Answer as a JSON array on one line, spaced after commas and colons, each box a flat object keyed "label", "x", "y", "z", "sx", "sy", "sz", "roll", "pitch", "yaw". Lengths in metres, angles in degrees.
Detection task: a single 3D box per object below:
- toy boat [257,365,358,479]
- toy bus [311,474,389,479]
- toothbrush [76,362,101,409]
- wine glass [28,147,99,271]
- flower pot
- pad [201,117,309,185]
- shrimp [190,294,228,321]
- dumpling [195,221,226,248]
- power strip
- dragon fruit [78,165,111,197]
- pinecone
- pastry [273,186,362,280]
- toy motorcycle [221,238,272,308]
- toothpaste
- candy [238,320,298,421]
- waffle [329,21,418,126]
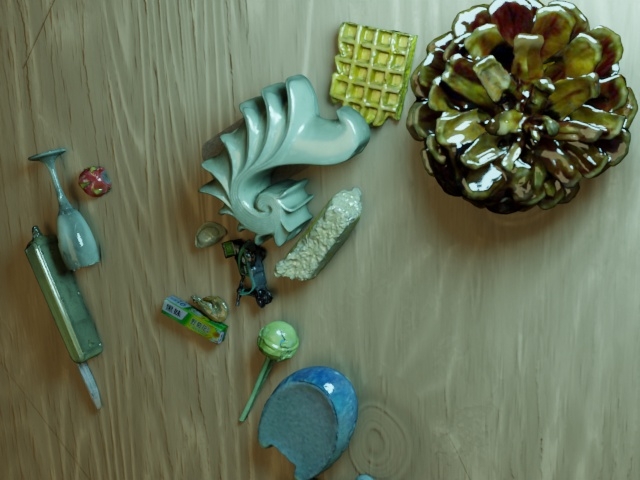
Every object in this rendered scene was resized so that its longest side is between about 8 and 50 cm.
[{"label": "toy boat", "x": -0.017, "y": 0.419, "z": 1.745, "sx": 0.215, "sy": 0.123, "sz": 0.330, "roll": 38, "pitch": 126, "yaw": 21}, {"label": "toy bus", "x": 0.018, "y": 0.680, "z": 1.748, "sx": 0.323, "sy": 0.162, "sz": 0.194, "roll": -11, "pitch": 100, "yaw": 25}, {"label": "toothbrush", "x": -0.685, "y": 0.298, "z": 2.055, "sx": 0.037, "sy": 0.028, "sz": 0.375, "roll": -22, "pitch": 92, "yaw": 33}, {"label": "wine glass", "x": -0.734, "y": -0.060, "z": 1.951, "sx": 0.264, "sy": 0.096, "sz": 0.309, "roll": -13, "pitch": 98, "yaw": 25}, {"label": "flower pot", "x": -0.084, "y": -0.176, "z": 1.575, "sx": 0.254, "sy": 0.164, "sz": 0.367, "roll": 41, "pitch": 121, "yaw": 6}, {"label": "pad", "x": -0.149, "y": -0.198, "z": 1.700, "sx": 0.266, "sy": 0.002, "sz": 0.176, "roll": -27, "pitch": 90, "yaw": 28}, {"label": "shrimp", "x": -0.272, "y": 0.158, "z": 1.834, "sx": 0.108, "sy": 0.023, "sz": 0.059, "roll": 37, "pitch": 105, "yaw": 13}, {"label": "dumpling", "x": -0.270, "y": -0.015, "z": 1.781, "sx": 0.077, "sy": 0.043, "sz": 0.059, "roll": -33, "pitch": 65, "yaw": 31}, {"label": "power strip", "x": -0.698, "y": 0.142, "z": 1.987, "sx": 0.066, "sy": 0.092, "sz": 0.387, "roll": -20, "pitch": 93, "yaw": 25}, {"label": "dragon fruit", "x": -0.575, "y": -0.152, "z": 1.878, "sx": 0.056, "sy": 0.060, "sz": 0.083, "roll": -21, "pitch": 91, "yaw": 31}, {"label": "pinecone", "x": 0.347, "y": -0.236, "z": 1.278, "sx": 0.398, "sy": 0.398, "sz": 0.397, "roll": 6, "pitch": 105, "yaw": 24}, {"label": "pastry", "x": -0.002, "y": 0.000, "z": 1.614, "sx": 0.089, "sy": 0.121, "sz": 0.258, "roll": 44, "pitch": 117, "yaw": 15}, {"label": "toy motorcycle", "x": -0.169, "y": 0.079, "z": 1.748, "sx": 0.100, "sy": 0.058, "sz": 0.173, "roll": -11, "pitch": 96, "yaw": 34}, {"label": "toothpaste", "x": -0.316, "y": 0.199, "z": 1.854, "sx": 0.178, "sy": 0.037, "sz": 0.043, "roll": 26, "pitch": 113, "yaw": 17}, {"label": "candy", "x": -0.141, "y": 0.328, "z": 1.789, "sx": 0.092, "sy": 0.093, "sz": 0.335, "roll": 42, "pitch": 124, "yaw": 26}, {"label": "waffle", "x": 0.100, "y": -0.332, "z": 1.523, "sx": 0.160, "sy": 0.055, "sz": 0.211, "roll": 18, "pitch": 110, "yaw": 19}]
